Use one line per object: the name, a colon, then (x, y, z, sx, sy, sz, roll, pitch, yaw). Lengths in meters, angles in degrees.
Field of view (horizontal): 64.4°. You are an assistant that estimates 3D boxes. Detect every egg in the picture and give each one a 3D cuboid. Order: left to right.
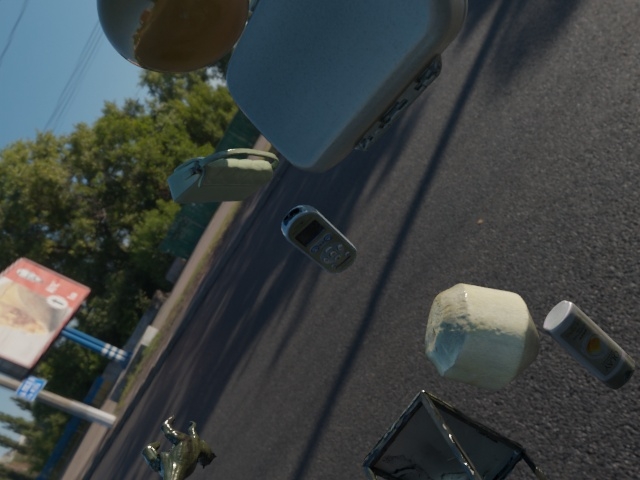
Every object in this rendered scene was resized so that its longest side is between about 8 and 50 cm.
egg: (-0.327, -0.539, 1.154, 0.374, 0.301, 0.301, -56, 11, -28)

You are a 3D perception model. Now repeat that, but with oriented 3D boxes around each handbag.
handbag: (-0.218, -0.164, 1.213, 0.219, 0.079, 0.256, -28, -11, 36)

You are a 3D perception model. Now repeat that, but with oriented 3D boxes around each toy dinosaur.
toy dinosaur: (-0.202, 0.380, 0.838, 0.087, 0.179, 0.187, -55, -23, 8)

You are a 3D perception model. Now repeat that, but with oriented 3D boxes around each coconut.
coconut: (0.387, 0.229, 1.199, 0.237, 0.265, 0.238, -171, 90, -88)

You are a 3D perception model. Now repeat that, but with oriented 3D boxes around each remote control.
remote control: (0.000, 0.000, 1.093, 0.087, 0.244, 0.047, -39, 50, 8)

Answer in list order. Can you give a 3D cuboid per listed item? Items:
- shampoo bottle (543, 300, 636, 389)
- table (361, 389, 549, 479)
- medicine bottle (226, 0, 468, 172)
shampoo bottle: (0.597, 0.234, 1.126, 0.086, 0.227, 0.056, -50, 12, -5)
table: (0.303, 0.520, 1.000, 0.222, 0.335, 0.272, -54, 21, 9)
medicine bottle: (0.016, -0.284, 0.754, 0.123, 0.282, 0.375, -40, -2, -44)
